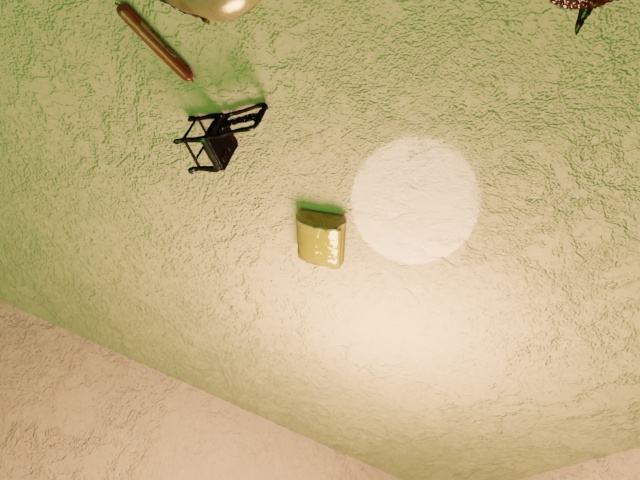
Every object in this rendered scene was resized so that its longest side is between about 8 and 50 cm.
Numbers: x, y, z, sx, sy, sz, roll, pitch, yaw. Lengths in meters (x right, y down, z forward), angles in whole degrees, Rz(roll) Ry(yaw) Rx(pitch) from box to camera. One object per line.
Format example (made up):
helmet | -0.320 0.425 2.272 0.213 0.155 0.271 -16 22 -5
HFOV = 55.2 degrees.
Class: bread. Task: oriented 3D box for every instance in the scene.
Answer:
bread | 0.000 0.000 1.663 0.139 0.060 0.178 9 141 10

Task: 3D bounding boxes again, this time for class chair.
chair | -0.214 -0.236 1.422 0.229 0.106 0.113 -2 137 24

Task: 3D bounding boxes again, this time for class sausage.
sausage | -0.353 -0.421 1.311 0.029 0.029 0.223 -20 129 37

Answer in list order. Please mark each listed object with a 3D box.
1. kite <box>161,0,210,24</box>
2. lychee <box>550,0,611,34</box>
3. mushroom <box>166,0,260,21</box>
kite | -0.370 -0.538 1.187 0.360 0.022 0.204 25 141 -4
lychee | 0.415 -0.417 0.925 0.165 0.165 0.198 2 122 19
mushroom | -0.165 -0.487 1.030 0.253 0.260 0.234 -13 170 30
